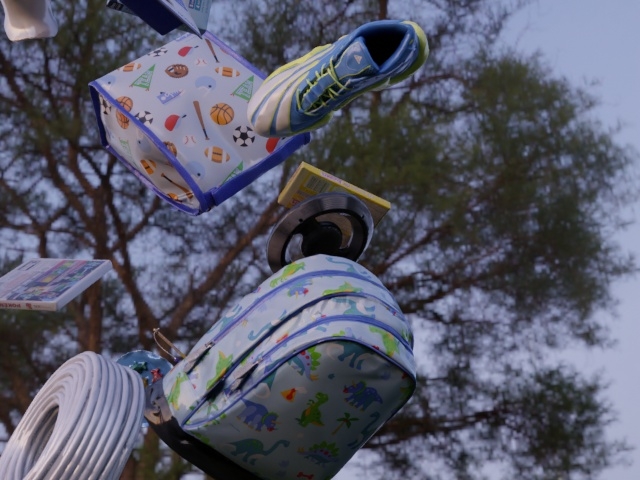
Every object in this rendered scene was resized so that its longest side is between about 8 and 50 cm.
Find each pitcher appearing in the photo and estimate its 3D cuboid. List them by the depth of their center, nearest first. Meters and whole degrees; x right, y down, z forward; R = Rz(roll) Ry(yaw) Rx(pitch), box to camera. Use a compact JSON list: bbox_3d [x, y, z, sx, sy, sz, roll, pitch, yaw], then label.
[{"bbox_3d":[-0.498,-0.454,1.494,0.125,0.178,0.207,-14,-57,-20],"label":"pitcher"}]

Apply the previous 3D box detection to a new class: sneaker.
[{"bbox_3d":[0.013,-0.201,1.072,0.240,0.091,0.126,-28,-4,5],"label":"sneaker"}]

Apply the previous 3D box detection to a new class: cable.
[{"bbox_3d":[-0.301,0.251,1.039,0.089,0.257,0.257,34,-16,-22],"label":"cable"}]

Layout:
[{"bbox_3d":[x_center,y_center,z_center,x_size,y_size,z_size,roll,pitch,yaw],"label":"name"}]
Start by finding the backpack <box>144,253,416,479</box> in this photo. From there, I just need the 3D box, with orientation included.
[{"bbox_3d":[-0.031,0.192,1.255,0.290,0.273,0.355,41,-91,-25],"label":"backpack"}]

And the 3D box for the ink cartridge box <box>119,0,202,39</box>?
[{"bbox_3d":[-0.293,-0.416,1.323,0.069,0.371,0.175,-42,-45,12],"label":"ink cartridge box"}]

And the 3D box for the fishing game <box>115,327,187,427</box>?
[{"bbox_3d":[-0.425,0.350,2.132,0.264,0.189,0.041,-44,-14,-8],"label":"fishing game"}]

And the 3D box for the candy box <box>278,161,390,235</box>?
[{"bbox_3d":[0.028,-0.076,1.832,0.206,0.027,0.105,24,-52,-18],"label":"candy box"}]

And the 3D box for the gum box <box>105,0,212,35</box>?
[{"bbox_3d":[-0.289,-0.482,1.678,0.184,0.157,0.041,13,-10,-22],"label":"gum box"}]

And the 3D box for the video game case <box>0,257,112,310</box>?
[{"bbox_3d":[-0.521,0.080,1.704,0.183,0.201,0.023,1,-70,17],"label":"video game case"}]

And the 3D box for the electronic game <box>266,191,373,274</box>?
[{"bbox_3d":[0.000,0.000,1.802,0.229,0.048,0.229,-15,-46,-17],"label":"electronic game"}]

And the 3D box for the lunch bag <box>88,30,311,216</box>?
[{"bbox_3d":[-0.260,-0.244,1.998,0.328,0.385,0.239,-38,-31,-26],"label":"lunch bag"}]
